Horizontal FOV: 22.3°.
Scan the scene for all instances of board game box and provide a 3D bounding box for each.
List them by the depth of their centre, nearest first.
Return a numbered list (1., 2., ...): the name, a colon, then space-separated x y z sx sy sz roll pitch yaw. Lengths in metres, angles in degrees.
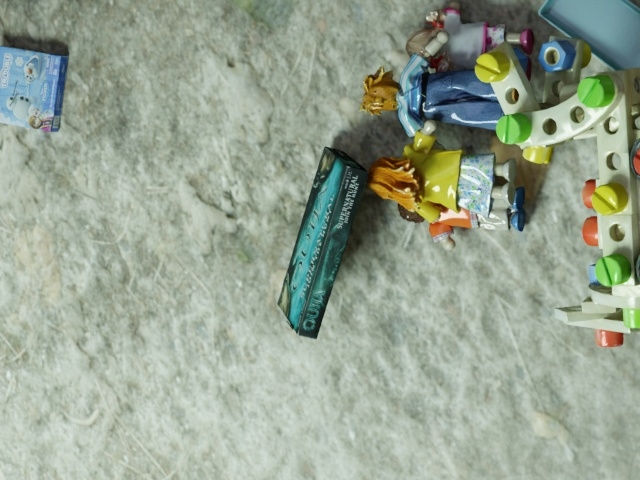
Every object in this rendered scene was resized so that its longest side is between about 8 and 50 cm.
1. board game box: 0.000 0.000 1.734 0.026 0.126 0.186 15 99 -15
2. board game box: -0.344 -0.178 1.902 0.090 0.020 0.090 11 97 21

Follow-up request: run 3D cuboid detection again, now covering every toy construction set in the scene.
1. toy construction set: 0.272 -0.038 1.569 0.215 0.151 0.327 1 112 41

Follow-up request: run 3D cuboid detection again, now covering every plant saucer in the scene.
1. plant saucer: 0.316 -0.203 1.658 0.192 0.018 0.067 40 105 15

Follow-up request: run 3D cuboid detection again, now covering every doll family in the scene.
1. doll family: 0.124 -0.118 1.680 0.163 0.118 0.263 4 95 20
